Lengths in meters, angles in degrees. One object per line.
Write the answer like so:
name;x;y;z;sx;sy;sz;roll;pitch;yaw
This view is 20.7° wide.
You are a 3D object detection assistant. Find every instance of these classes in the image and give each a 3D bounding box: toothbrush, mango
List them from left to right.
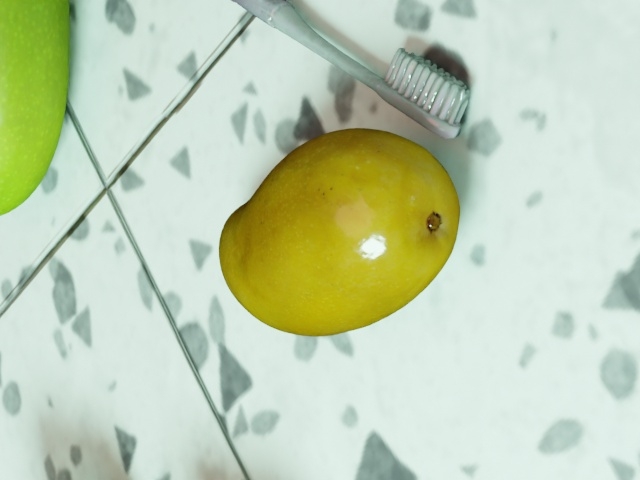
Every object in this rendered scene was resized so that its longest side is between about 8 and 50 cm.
mango;-0.238;-0.155;1.125;0.175;0.143;0.293;1;104;46
toothbrush;-0.041;-0.148;1.006;0.354;0.024;0.029;37;113;36
mango;0.000;0.000;0.938;0.184;0.085;0.102;-21;78;50
